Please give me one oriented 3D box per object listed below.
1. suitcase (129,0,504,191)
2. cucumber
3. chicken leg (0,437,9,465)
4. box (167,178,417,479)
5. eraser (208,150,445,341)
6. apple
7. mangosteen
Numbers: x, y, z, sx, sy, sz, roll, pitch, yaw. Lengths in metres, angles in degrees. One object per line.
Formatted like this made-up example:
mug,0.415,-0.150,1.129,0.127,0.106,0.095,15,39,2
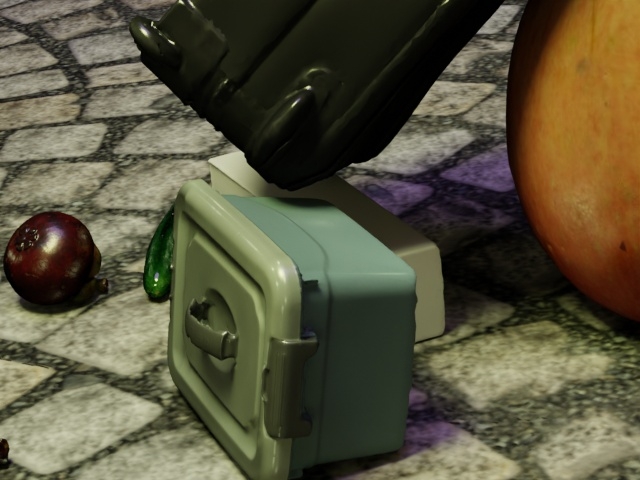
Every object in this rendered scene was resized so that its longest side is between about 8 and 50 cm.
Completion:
suitcase,0.046,-0.211,1.438,0.188,0.345,0.339,41,11,3
cucumber,-0.129,0.001,1.613,0.033,0.036,0.184,6,24,4
chicken leg,-0.285,0.155,1.281,0.145,0.037,0.062,-23,49,-34
box,-0.029,0.058,1.295,0.130,0.162,0.227,-3,19,-23
eraser,-0.001,0.000,1.527,0.078,0.076,0.298,-14,23,-19
apple,0.316,-0.120,1.405,0.364,0.364,0.364,-5,22,2
mangosteen,-0.221,0.017,1.555,0.081,0.081,0.081,-5,22,2
